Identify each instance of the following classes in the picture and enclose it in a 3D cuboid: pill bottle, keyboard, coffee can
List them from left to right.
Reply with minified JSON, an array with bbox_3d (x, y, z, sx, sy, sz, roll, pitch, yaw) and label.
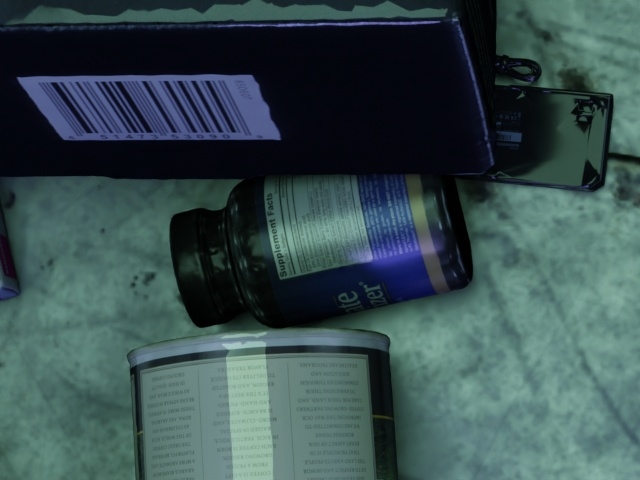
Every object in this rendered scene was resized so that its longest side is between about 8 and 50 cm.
[{"bbox_3d":[-0.037,0.214,1.418,0.201,0.201,0.275,-5,80,10],"label":"coffee can"},{"bbox_3d":[0.000,0.000,1.487,0.219,0.123,0.123,-13,79,9],"label":"pill bottle"},{"bbox_3d":[0.142,-0.100,1.529,0.180,0.023,0.108,6,88,11],"label":"keyboard"}]

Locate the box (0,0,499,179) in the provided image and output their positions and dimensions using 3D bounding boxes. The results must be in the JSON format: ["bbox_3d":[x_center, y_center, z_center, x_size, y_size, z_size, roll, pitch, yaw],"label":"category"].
[{"bbox_3d":[-0.113,-0.310,1.379,0.480,0.297,0.472,0,72,9],"label":"box"}]

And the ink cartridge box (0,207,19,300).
[{"bbox_3d":[-0.421,-0.005,1.600,0.311,0.065,0.186,-15,79,6],"label":"ink cartridge box"}]
